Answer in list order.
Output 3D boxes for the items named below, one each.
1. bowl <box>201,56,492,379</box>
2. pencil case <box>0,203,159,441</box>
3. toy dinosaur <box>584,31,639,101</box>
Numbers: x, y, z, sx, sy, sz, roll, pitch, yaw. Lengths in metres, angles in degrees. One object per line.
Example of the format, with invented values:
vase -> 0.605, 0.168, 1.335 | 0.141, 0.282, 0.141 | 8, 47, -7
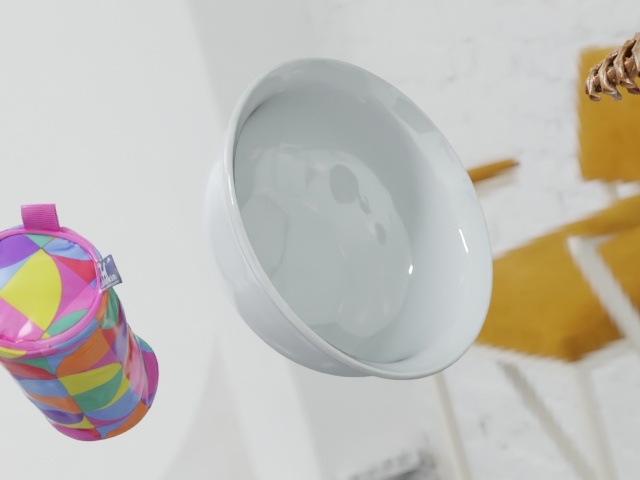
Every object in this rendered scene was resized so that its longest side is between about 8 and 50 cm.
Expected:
bowl -> 0.000, 0.000, 1.565 | 0.134, 0.298, 0.298 | -31, -2, 43
pencil case -> -0.176, 0.066, 1.254 | 0.104, 0.104, 0.236 | -17, -23, -5
toy dinosaur -> 0.265, -0.077, 0.851 | 0.164, 0.218, 0.322 | -1, 3, -17
